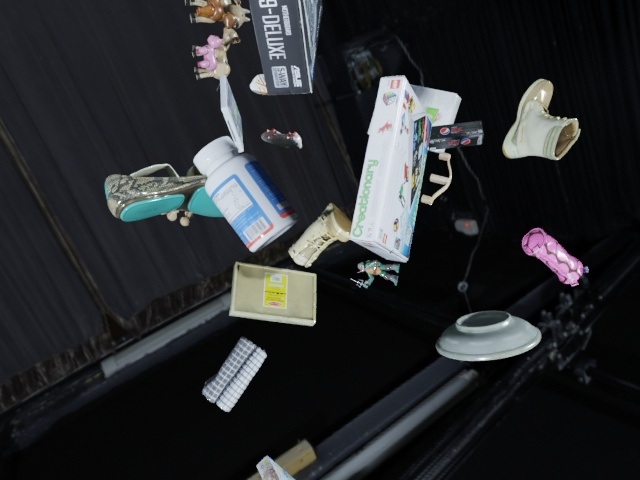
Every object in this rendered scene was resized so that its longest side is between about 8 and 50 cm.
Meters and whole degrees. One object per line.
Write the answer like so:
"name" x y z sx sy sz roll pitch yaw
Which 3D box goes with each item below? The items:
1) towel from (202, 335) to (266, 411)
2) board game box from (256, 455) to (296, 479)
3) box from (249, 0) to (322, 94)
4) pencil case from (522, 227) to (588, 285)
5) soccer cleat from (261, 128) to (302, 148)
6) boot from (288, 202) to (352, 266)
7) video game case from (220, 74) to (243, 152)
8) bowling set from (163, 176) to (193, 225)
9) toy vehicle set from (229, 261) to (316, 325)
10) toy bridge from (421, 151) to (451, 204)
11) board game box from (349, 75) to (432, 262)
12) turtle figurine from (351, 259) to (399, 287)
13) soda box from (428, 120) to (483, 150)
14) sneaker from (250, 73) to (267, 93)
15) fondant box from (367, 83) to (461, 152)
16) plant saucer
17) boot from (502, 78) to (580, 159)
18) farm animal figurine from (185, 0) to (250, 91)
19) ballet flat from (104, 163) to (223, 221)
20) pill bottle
"towel" -0.300 0.455 1.678 0.235 0.121 0.284 -55 -178 -16
"board game box" -0.044 0.439 0.798 0.026 0.103 0.154 -42 -155 -10
"box" -0.052 -0.421 0.766 0.076 0.243 0.308 -1 -132 6
"pencil case" 0.708 0.052 1.463 0.095 0.209 0.098 -36 -151 47
"soccer cleat" -0.166 -0.421 2.030 0.196 0.076 0.068 13 -124 30
"boot" 0.000 0.000 1.421 0.203 0.095 0.262 -46 -163 8
"video game case" -0.286 -0.409 1.555 0.022 0.173 0.191 -13 -130 1
"bowling set" -0.682 -0.172 2.105 0.199 0.287 0.154 14 -111 17
"toy vehicle set" -0.143 0.167 1.500 0.266 0.166 0.035 10 152 -17
"toy bridge" 0.379 -0.192 1.523 0.063 0.026 0.188 18 -108 21
"board game box" 0.142 -0.125 0.919 0.053 0.306 0.193 7 171 29
"turtle figurine" 0.265 0.148 2.354 0.233 0.175 0.118 7 -129 11
"soda box" 0.426 -0.333 1.526 0.168 0.053 0.060 -4 -121 11
"sneaker" -0.225 -0.643 2.015 0.083 0.084 0.214 -27 -177 38
"fondant box" 0.389 -0.521 2.024 0.330 0.239 0.096 22 -168 28
"plant saucer" 0.650 0.356 1.903 0.399 0.101 0.400 -12 -176 1
"boot" 0.557 -0.296 1.173 0.213 0.077 0.165 -65 -153 0
"farm animal figurine" -0.313 -0.688 1.483 0.172 0.327 0.330 -10 165 -19
"ballet flat" -0.446 -0.169 1.540 0.482 0.182 0.164 -7 151 -45
"pill bottle" -0.155 -0.097 0.980 0.124 0.222 0.124 -36 179 -1
